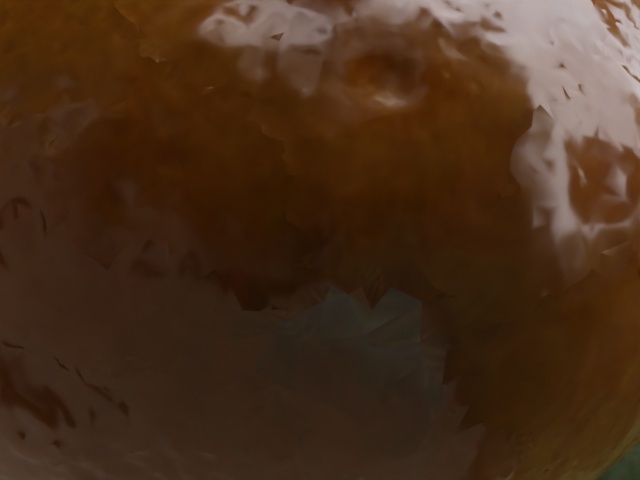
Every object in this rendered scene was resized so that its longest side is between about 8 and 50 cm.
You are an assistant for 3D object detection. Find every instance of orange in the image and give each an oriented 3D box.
[{"bbox_3d":[0.002,-0.003,0.490,0.274,0.310,0.274,21,-64,50],"label":"orange"}]
